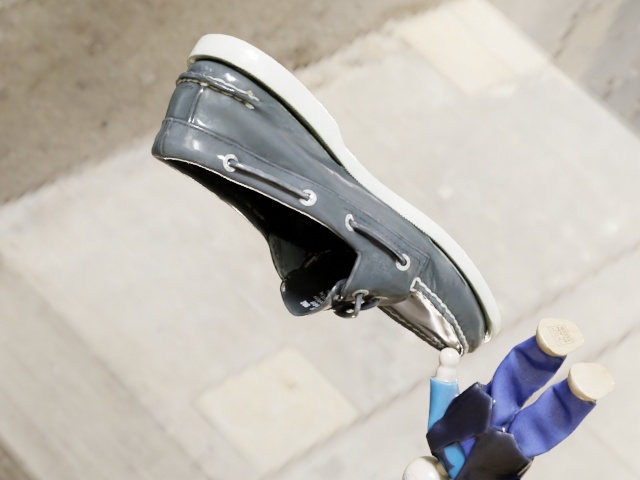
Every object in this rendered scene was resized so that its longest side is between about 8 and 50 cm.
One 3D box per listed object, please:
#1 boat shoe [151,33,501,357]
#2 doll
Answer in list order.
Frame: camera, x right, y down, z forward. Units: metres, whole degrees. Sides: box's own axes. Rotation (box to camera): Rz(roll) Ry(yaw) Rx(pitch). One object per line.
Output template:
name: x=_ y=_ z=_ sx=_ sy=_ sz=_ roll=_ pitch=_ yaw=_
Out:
boat shoe: x=0.002 y=0.000 z=1.384 sx=0.340 sy=0.127 sz=0.113 roll=48 pitch=65 yaw=-34
doll: x=0.121 y=0.128 z=1.324 sx=0.046 sy=0.129 sz=0.189 roll=-14 pitch=153 yaw=-48
